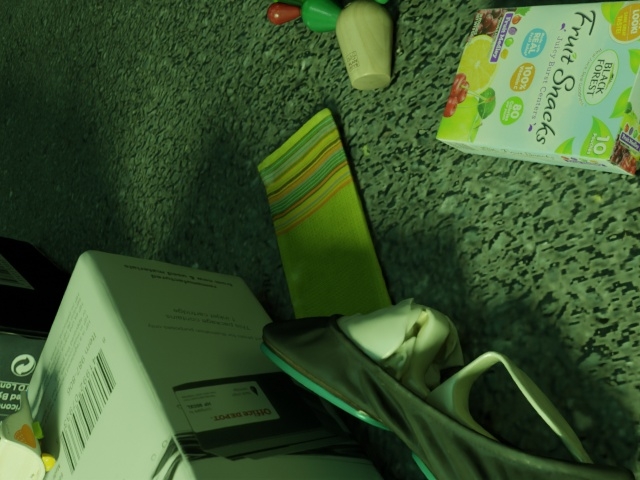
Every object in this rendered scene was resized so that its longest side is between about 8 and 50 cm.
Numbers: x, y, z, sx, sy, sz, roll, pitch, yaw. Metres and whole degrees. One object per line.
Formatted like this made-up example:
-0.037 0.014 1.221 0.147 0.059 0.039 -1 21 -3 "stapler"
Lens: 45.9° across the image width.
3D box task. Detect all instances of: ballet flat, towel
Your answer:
0.074 0.102 0.484 0.280 0.095 0.096 34 93 39 "ballet flat"
0.000 0.000 0.652 0.102 0.021 0.237 -40 49 34 "towel"

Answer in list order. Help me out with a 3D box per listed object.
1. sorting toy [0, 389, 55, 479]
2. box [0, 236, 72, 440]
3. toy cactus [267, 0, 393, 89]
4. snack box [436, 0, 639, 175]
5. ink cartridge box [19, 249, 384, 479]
-0.234 0.158 0.582 0.083 0.044 0.075 -61 33 22 "sorting toy"
-0.492 0.250 0.925 0.479 0.297 0.472 22 96 51 "box"
0.030 -0.223 0.651 0.218 0.112 0.181 -16 74 36 "toy cactus"
0.151 -0.103 0.501 0.141 0.037 0.100 18 92 50 "snack box"
-0.101 0.237 0.559 0.395 0.166 0.286 48 118 46 "ink cartridge box"
